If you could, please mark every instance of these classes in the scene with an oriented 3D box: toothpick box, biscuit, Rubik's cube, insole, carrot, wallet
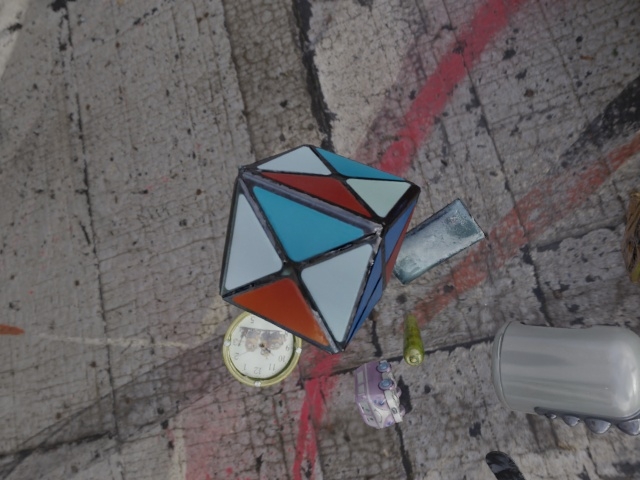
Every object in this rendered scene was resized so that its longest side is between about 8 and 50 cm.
[{"bbox_3d":[0.556,0.294,0.958,0.316,0.229,0.229,-6,80,42],"label":"toothpick box"},{"bbox_3d":[0.732,-0.008,0.998,0.041,0.209,0.290,7,44,15],"label":"biscuit"},{"bbox_3d":[0.001,0.000,0.767,0.249,0.248,0.247,22,118,14],"label":"Rubik's cube"},{"bbox_3d":[0.575,0.739,1.249,0.119,0.009,0.349,-29,93,41],"label":"insole"},{"bbox_3d":[0.336,0.345,1.622,0.074,0.358,0.074,2,105,9],"label":"carrot"},{"bbox_3d":[0.423,0.014,1.705,0.379,0.046,0.191,-35,100,20],"label":"wallet"}]

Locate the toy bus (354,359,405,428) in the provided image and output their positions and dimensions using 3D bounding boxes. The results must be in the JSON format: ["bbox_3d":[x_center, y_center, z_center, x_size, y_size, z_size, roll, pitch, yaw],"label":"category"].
[{"bbox_3d":[0.195,0.519,1.491,0.142,0.202,0.142,-19,108,9],"label":"toy bus"}]

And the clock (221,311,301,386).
[{"bbox_3d":[-0.173,0.308,1.303,0.236,0.057,0.237,1,87,-20],"label":"clock"}]
